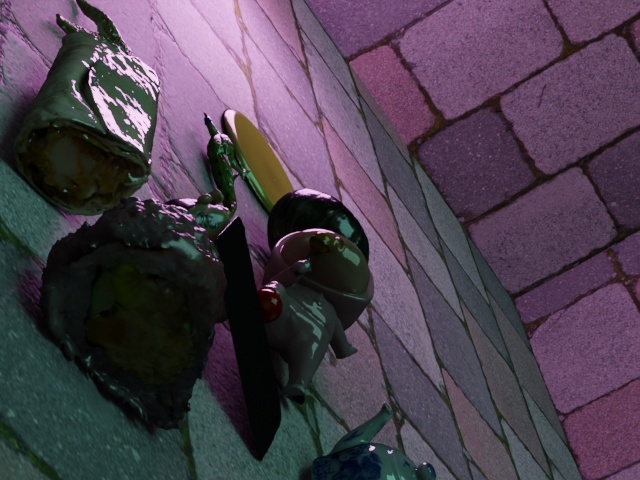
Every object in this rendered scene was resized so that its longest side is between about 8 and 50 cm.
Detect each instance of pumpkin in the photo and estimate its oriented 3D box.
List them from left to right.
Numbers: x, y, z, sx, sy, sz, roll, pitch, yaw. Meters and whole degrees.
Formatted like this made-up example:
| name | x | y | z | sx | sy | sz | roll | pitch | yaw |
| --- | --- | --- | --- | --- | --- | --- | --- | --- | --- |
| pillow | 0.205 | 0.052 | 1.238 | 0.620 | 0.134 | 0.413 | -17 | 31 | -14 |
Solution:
| name | x | y | z | sx | sy | sz | roll | pitch | yaw |
| --- | --- | --- | --- | --- | --- | --- | --- | --- | --- |
| pumpkin | -0.002 | 0.002 | 2.167 | 0.125 | 0.167 | 0.167 | -28 | 88 | -43 |

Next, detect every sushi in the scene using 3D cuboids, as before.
| name | x | y | z | sx | sy | sz | roll | pitch | yaw |
| --- | --- | --- | --- | --- | --- | --- | --- | --- | --- |
| sushi | -0.153 | 0.064 | 1.399 | 0.241 | 0.161 | 0.107 | 51 | 14 | -32 |

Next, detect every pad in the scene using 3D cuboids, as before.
| name | x | y | z | sx | sy | sz | roll | pitch | yaw |
| --- | --- | --- | --- | --- | --- | --- | --- | --- | --- |
| pad | -0.083 | 0.111 | 1.732 | 0.181 | 0.004 | 0.267 | -60 | 140 | -76 |

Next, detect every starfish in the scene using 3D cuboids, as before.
| name | x | y | z | sx | sy | sz | roll | pitch | yaw |
| --- | --- | --- | --- | --- | --- | --- | --- | --- | --- |
| starfish | -0.276 | -0.241 | 1.904 | 0.217 | 0.050 | 0.223 | 24 | 33 | -58 |

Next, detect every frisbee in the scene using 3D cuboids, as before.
| name | x | y | z | sx | sy | sz | roll | pitch | yaw |
| --- | --- | --- | --- | --- | --- | --- | --- | --- | --- |
| frisbee | -0.091 | -0.113 | 2.390 | 0.236 | 0.017 | 0.236 | 56 | 12 | -19 |

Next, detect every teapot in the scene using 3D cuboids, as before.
| name | x | y | z | sx | sy | sz | roll | pitch | yaw |
| --- | --- | --- | --- | --- | --- | --- | --- | --- | --- |
| teapot | 0.077 | 0.315 | 1.789 | 0.159 | 0.159 | 0.232 | 42 | 22 | -55 |

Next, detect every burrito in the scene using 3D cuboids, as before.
| name | x | y | z | sx | sy | sz | roll | pitch | yaw |
| --- | --- | --- | --- | --- | --- | --- | --- | --- | --- |
| burrito | -0.249 | -0.127 | 1.596 | 0.143 | 0.105 | 0.299 | 45 | 18 | -21 |

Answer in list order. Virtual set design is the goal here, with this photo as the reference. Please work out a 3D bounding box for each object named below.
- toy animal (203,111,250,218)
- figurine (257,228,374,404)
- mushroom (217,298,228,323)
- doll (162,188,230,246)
| name | x | y | z | sx | sy | sz | roll | pitch | yaw |
| --- | --- | --- | --- | --- | --- | --- | --- | --- | --- |
| toy animal | -0.133 | -0.094 | 2.132 | 0.075 | 0.041 | 0.216 | 45 | 24 | -47 |
| figurine | -0.007 | 0.079 | 1.957 | 0.176 | 0.186 | 0.287 | 36 | 31 | 2 |
| mushroom | -0.127 | 0.057 | 1.740 | 0.083 | 0.067 | 0.083 | 60 | 16 | -29 |
| doll | -0.148 | -0.016 | 1.803 | 0.089 | 0.102 | 0.179 | 19 | 7 | 17 |
